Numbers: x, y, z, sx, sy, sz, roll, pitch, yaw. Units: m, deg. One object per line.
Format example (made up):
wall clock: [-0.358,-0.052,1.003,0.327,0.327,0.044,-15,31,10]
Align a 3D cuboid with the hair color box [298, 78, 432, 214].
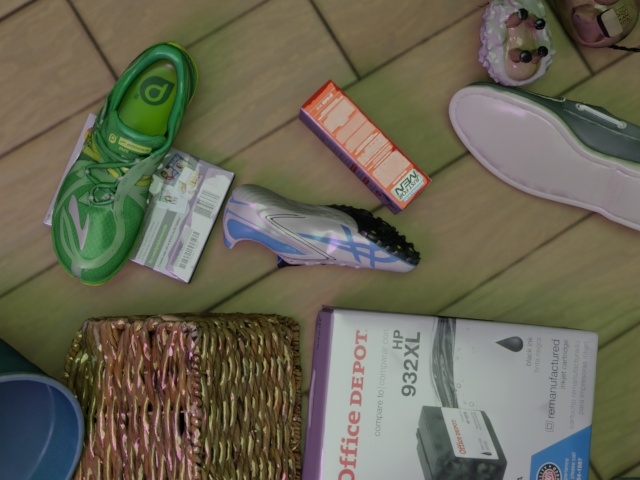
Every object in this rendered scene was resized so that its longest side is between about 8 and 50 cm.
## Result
hair color box: [0.051,-0.108,1.555,0.053,0.093,0.167,-44,90,-4]

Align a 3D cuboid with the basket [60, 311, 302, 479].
basket: [-0.162,0.233,1.528,0.214,0.223,0.299,-3,87,30]

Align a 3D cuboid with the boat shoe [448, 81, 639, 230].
boat shoe: [0.307,-0.111,1.581,0.320,0.116,0.099,25,43,6]

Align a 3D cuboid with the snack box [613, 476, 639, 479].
snack box: [0.387,0.369,1.428,0.060,0.322,0.187,1,88,-4]

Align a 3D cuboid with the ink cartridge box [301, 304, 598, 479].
ink cartridge box: [0.145,0.198,1.514,0.308,0.129,0.223,5,87,-6]

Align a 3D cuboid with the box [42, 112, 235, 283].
box: [-0.214,-0.049,1.568,0.186,0.038,0.145,22,86,-2]

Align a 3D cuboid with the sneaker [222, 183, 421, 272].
sneaker: [0.000,0.000,1.561,0.237,0.085,0.086,16,113,-5]

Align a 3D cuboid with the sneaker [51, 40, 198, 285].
sneaker: [-0.228,-0.095,1.489,0.110,0.123,0.295,21,85,-1]

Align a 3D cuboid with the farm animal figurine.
farm animal figurine: [0.307,-0.371,1.553,0.330,0.172,0.326,-16,100,-11]

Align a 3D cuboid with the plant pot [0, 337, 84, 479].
plant pot: [-0.438,0.187,1.425,0.255,0.271,0.271,37,85,34]
